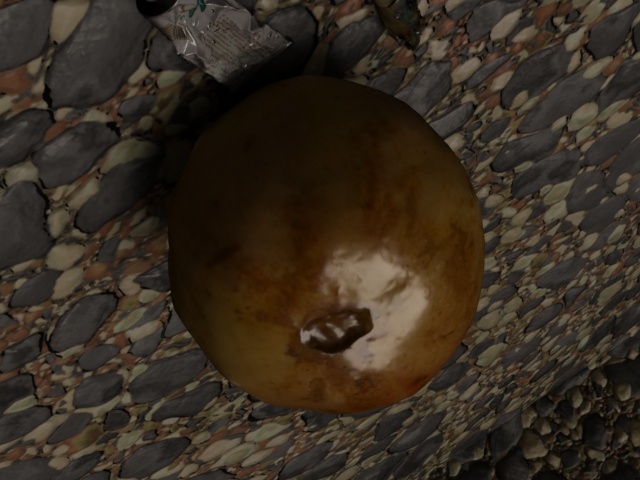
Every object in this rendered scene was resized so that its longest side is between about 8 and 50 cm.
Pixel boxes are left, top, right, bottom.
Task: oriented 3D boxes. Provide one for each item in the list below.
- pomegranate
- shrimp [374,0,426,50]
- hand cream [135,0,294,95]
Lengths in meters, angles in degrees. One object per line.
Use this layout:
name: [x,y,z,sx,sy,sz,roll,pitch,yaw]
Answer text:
pomegranate: [0.000,0.000,1.258,0.338,0.338,0.338,-28,153,-15]
shrimp: [0.115,-0.268,1.235,0.148,0.035,0.195,-37,153,-2]
hand cream: [-0.096,-0.187,1.099,0.084,0.050,0.257,-42,157,7]
